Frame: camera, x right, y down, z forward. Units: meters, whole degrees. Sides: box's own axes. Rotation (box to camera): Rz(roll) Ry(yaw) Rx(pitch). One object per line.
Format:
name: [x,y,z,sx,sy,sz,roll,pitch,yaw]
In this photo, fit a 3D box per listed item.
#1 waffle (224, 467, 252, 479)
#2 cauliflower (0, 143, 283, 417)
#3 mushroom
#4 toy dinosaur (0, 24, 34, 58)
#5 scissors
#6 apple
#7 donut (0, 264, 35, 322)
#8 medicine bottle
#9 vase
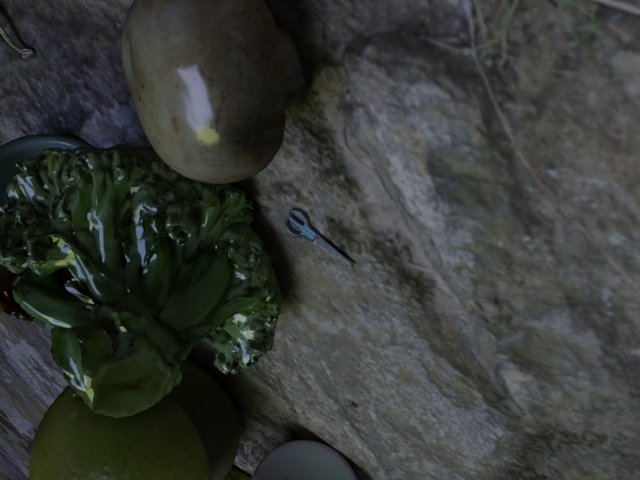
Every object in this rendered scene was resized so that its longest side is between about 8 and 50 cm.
waffle: [-0.187,0.519,1.255,0.213,0.091,0.308,24,139,23]
cauliflower: [-0.181,0.044,0.661,0.275,0.250,0.272,-1,134,1]
mushroom: [-0.082,-0.128,0.520,0.166,0.127,0.166,35,135,44]
toy dinosaur: [-0.376,-0.269,0.713,0.180,0.037,0.058,48,138,-8]
scissors: [0.000,0.000,0.660,0.083,0.006,0.036,36,140,9]
apple: [-0.250,0.295,0.942,0.292,0.292,0.254,22,117,25]
donut: [-0.505,0.027,1.013,0.235,0.089,0.235,36,171,7]
medicine bottle: [-0.043,0.407,0.970,0.152,0.152,0.254,34,142,12]
vase: [-0.339,0.016,0.876,0.143,0.143,0.299,33,144,13]
